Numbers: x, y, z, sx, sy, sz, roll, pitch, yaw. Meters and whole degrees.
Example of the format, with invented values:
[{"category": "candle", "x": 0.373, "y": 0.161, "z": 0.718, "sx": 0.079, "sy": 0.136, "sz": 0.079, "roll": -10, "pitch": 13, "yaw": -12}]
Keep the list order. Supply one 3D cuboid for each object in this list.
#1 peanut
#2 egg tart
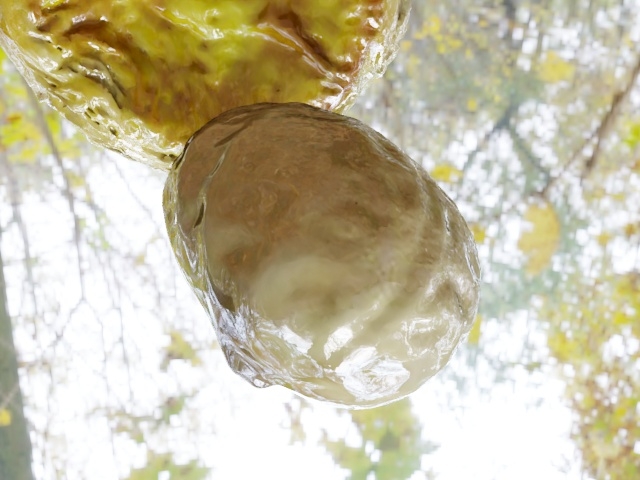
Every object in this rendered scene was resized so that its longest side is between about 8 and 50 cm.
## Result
[{"category": "peanut", "x": 0.000, "y": 0.000, "z": 0.569, "sx": 0.109, "sy": 0.140, "sz": 0.159, "roll": -36, "pitch": -145, "yaw": 9}, {"category": "egg tart", "x": -0.080, "y": -0.183, "z": 0.901, "sx": 0.294, "sy": 0.295, "sz": 0.116, "roll": -1, "pitch": -148, "yaw": -3}]
